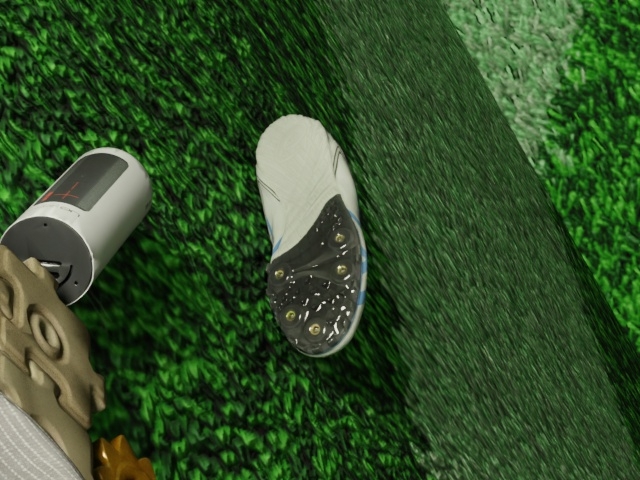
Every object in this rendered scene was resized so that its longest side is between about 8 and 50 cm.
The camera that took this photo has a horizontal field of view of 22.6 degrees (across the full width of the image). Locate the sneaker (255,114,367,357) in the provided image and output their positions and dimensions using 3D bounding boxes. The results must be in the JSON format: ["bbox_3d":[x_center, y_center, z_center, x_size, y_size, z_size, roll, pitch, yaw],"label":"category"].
[{"bbox_3d":[0.000,0.000,1.250,0.086,0.085,0.237,54,19,-43],"label":"sneaker"}]

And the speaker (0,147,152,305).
[{"bbox_3d":[-0.138,-0.009,0.913,0.055,0.055,0.136,56,18,-11],"label":"speaker"}]

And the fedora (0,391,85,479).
[{"bbox_3d":[-0.144,0.093,0.469,0.244,0.124,0.275,48,-1,-43],"label":"fedora"}]

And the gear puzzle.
[{"bbox_3d":[-0.166,0.059,0.757,0.339,0.044,0.175,51,17,-37],"label":"gear puzzle"}]
